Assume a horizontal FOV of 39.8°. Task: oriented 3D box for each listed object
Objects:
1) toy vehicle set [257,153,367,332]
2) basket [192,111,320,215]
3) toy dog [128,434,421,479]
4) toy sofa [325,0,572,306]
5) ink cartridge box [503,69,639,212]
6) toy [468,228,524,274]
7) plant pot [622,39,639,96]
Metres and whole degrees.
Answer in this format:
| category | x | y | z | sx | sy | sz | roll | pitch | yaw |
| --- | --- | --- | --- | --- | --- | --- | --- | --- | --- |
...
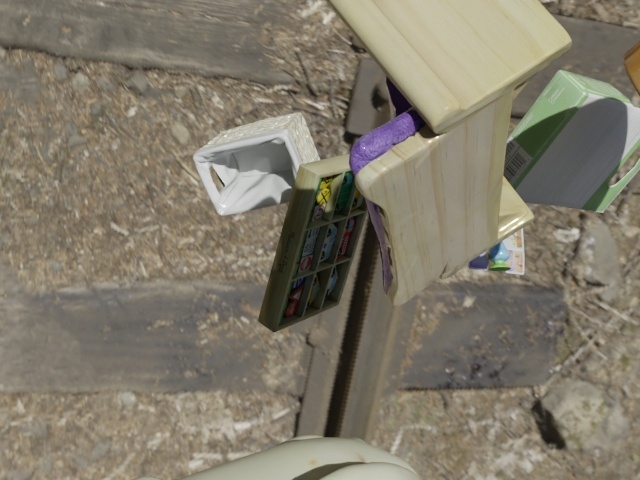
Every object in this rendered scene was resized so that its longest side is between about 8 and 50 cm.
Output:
| category | x | y | z | sx | sy | sz | roll | pitch | yaw |
| --- | --- | --- | --- | --- | --- | --- | --- | --- | --- |
| toy vehicle set | 0.000 | 0.000 | 1.331 | 0.166 | 0.035 | 0.266 | -19 | 133 | -50 |
| basket | -0.092 | -0.121 | 1.372 | 0.167 | 0.103 | 0.113 | -10 | 116 | 25 |
| toy dog | -0.120 | 0.313 | 0.721 | 0.408 | 0.284 | 0.395 | -5 | 157 | -17 |
| toy sofa | 0.085 | -0.087 | 0.770 | 0.177 | 0.150 | 0.362 | -33 | 159 | -3 |
| ink cartridge box | 0.338 | -0.120 | 1.144 | 0.235 | 0.056 | 0.171 | 2 | 132 | -43 |
| toy | 0.337 | -0.060 | 1.646 | 0.137 | 0.056 | 0.237 | 7 | 79 | -29 |
| plant pot | 0.402 | -0.148 | 0.756 | 0.205 | 0.205 | 0.188 | 30 | 125 | -27 |
